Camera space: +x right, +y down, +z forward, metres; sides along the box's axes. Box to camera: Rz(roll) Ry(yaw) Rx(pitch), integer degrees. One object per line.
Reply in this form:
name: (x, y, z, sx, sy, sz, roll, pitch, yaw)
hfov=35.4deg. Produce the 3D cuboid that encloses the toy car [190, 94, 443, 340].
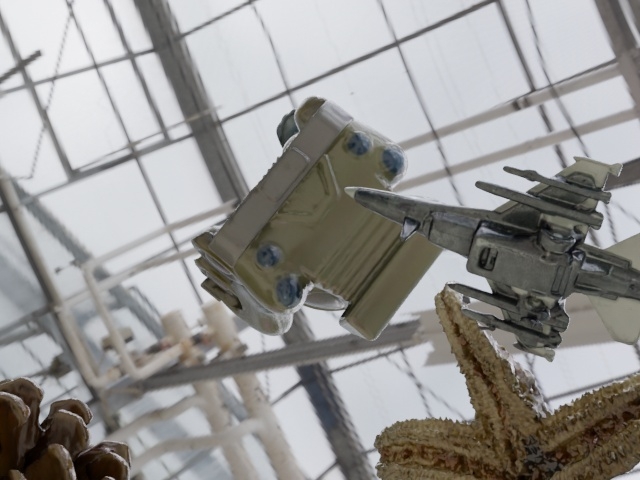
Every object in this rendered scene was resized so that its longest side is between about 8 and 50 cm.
toy car: (0.000, 0.000, 1.187, 0.226, 0.242, 0.336, 37, -12, 2)

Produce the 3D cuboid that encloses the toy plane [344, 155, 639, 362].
toy plane: (0.125, 0.007, 0.663, 0.234, 0.082, 0.160, 12, -57, 3)

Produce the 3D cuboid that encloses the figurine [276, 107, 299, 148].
figurine: (-0.015, -0.133, 1.417, 0.086, 0.094, 0.082, 41, -58, 45)

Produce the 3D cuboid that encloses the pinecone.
pinecone: (-0.395, 0.308, 1.108, 0.384, 0.384, 0.384, 18, -60, 33)

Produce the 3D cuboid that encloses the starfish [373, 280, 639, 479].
starfish: (0.175, 0.174, 0.798, 0.303, 0.113, 0.312, -39, -117, 24)
